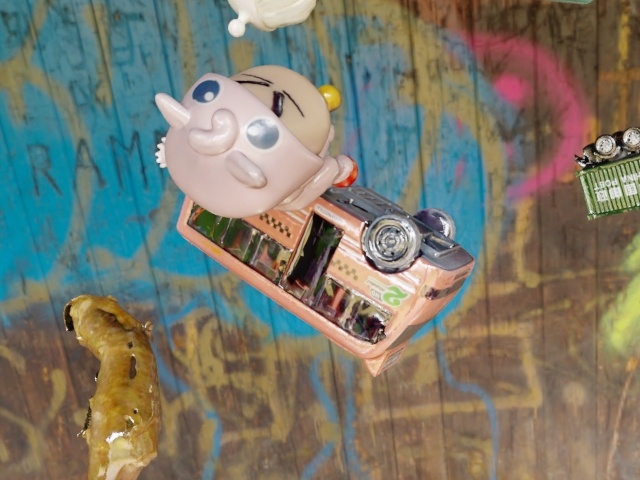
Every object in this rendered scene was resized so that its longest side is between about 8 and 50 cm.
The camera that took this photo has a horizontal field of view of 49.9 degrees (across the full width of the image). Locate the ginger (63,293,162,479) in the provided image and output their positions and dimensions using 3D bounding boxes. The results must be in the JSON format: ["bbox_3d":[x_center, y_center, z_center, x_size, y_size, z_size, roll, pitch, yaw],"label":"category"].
[{"bbox_3d":[-0.286,0.210,0.965,0.133,0.107,0.309,-20,61,4],"label":"ginger"}]

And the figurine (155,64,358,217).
[{"bbox_3d":[-0.063,-0.108,0.771,0.176,0.186,0.287,33,1,22],"label":"figurine"}]

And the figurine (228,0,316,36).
[{"bbox_3d":[-0.058,-0.365,0.837,0.145,0.256,0.182,11,-24,-10],"label":"figurine"}]

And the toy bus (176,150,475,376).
[{"bbox_3d":[0.000,0.000,1.049,0.427,0.233,0.203,32,18,21],"label":"toy bus"}]

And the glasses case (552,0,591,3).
[{"bbox_3d":[0.293,-0.369,0.915,0.301,0.070,0.117,-9,-11,-36],"label":"glasses case"}]

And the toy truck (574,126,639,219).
[{"bbox_3d":[0.501,-0.118,0.971,0.259,0.121,0.088,-15,2,43],"label":"toy truck"}]
